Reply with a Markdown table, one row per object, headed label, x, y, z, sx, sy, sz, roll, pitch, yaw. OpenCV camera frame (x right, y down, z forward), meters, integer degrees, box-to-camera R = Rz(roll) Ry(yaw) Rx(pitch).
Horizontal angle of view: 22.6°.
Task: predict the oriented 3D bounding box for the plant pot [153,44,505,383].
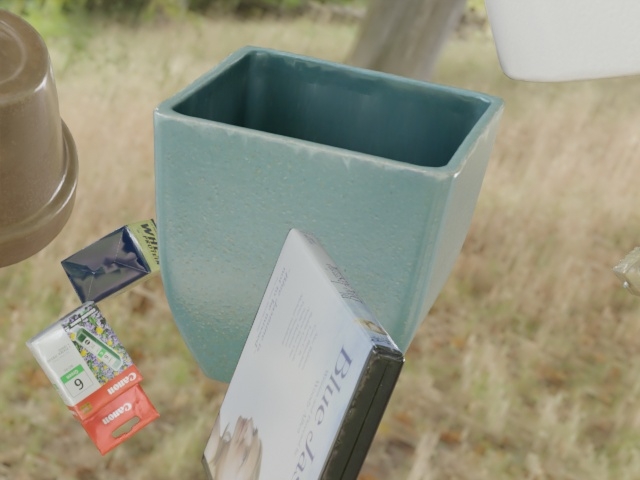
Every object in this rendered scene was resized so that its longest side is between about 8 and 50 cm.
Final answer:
| label | x | y | z | sx | sy | sz | roll | pitch | yaw |
| --- | --- | --- | --- | --- | --- | --- | --- | --- | --- |
| plant pot | 0.000 | 0.000 | 1.379 | 0.247 | 0.252 | 0.247 | 13 | 22 | 12 |

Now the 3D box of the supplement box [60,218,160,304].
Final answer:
| label | x | y | z | sx | sy | sz | roll | pitch | yaw |
| --- | --- | --- | --- | --- | --- | --- | --- | --- | --- |
| supplement box | -0.208 | 0.023 | 1.664 | 0.056 | 0.083 | 0.083 | 62 | 15 | 2 |

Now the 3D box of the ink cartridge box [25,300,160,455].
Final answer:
| label | x | y | z | sx | sy | sz | roll | pitch | yaw |
| --- | --- | --- | --- | --- | --- | --- | --- | --- | --- |
| ink cartridge box | -0.182 | 0.113 | 1.307 | 0.115 | 0.063 | 0.029 | 58 | -19 | -9 |

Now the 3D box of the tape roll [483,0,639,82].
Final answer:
| label | x | y | z | sx | sy | sz | roll | pitch | yaw |
| --- | --- | --- | --- | --- | --- | --- | --- | --- | --- |
| tape roll | 0.197 | -0.148 | 0.643 | 0.286 | 0.100 | 0.286 | -16 | 11 | 3 |

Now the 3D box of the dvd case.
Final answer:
| label | x | y | z | sx | sy | sz | roll | pitch | yaw |
| --- | --- | --- | --- | --- | --- | --- | --- | --- | --- |
| dvd case | -0.019 | 0.108 | 0.983 | 0.022 | 0.180 | 0.253 | 19 | 11 | -16 |

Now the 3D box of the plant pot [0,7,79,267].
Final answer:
| label | x | y | z | sx | sy | sz | roll | pitch | yaw |
| --- | --- | --- | --- | --- | --- | --- | --- | --- | --- |
| plant pot | -0.385 | -0.132 | 1.779 | 0.263 | 0.229 | 0.263 | 10 | 52 | -13 |

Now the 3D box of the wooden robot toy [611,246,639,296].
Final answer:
| label | x | y | z | sx | sy | sz | roll | pitch | yaw |
| --- | --- | --- | --- | --- | --- | --- | --- | --- | --- |
| wooden robot toy | 0.286 | -0.029 | 1.246 | 0.076 | 0.173 | 0.079 | 32 | -3 | -12 |
